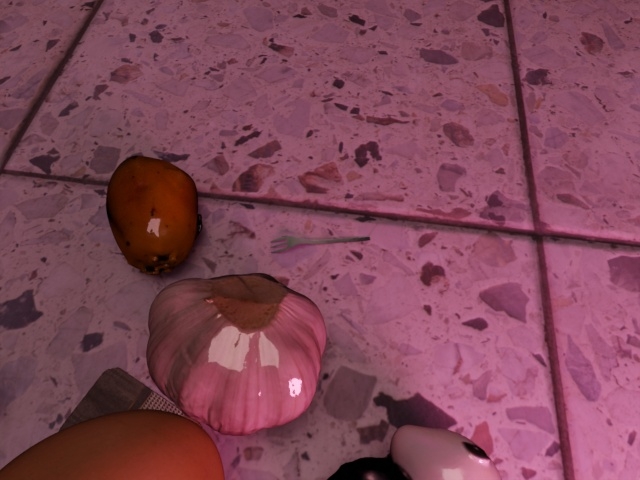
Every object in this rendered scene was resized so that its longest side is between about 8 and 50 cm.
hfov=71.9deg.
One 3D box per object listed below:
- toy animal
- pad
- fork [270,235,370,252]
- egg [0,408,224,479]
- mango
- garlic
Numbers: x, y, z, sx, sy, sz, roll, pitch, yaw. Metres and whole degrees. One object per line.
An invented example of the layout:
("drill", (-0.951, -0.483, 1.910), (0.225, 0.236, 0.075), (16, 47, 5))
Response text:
("toy animal", (0.150, 0.411, 0.695), (0.266, 0.213, 0.213), (-24, 63, -17))
("pad", (-0.395, 0.410, 0.773), (0.249, 0.055, 0.323), (27, 47, 14))
("fork", (0.000, -0.001, 1.019), (0.234, 0.021, 0.039), (-6, 64, -2))
("egg", (-0.306, 0.403, 0.605), (0.301, 0.301, 0.373), (40, 40, 20))
("mango", (-0.370, -0.062, 0.983), (0.201, 0.153, 0.287), (-24, 60, -1))
("garlic", (-0.147, 0.192, 0.788), (0.316, 0.260, 0.317), (7, 24, -3))
